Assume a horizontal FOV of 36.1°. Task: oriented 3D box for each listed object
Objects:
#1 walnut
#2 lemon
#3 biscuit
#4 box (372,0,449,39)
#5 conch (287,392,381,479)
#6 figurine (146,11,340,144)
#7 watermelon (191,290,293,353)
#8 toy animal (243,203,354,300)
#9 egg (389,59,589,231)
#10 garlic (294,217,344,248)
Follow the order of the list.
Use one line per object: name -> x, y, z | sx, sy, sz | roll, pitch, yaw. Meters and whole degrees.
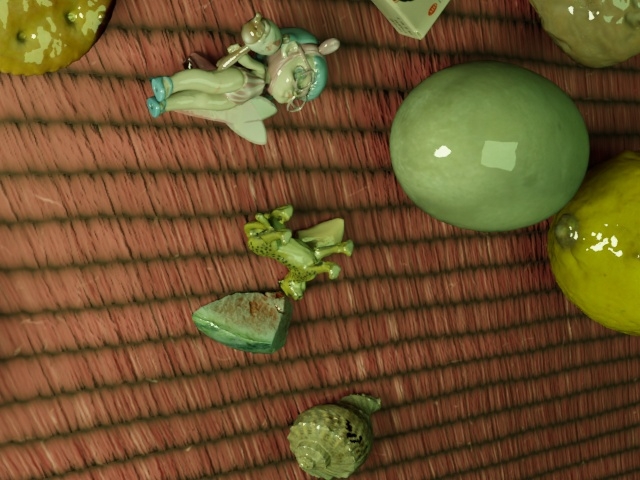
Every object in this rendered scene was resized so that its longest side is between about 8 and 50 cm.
walnut -> 0.437, -0.406, 1.524 | 0.227, 0.273, 0.273 | -30, 133, 17
lemon -> 0.578, 0.003, 1.748 | 0.387, 0.350, 0.350 | 3, 108, -20
biscuit -> -0.323, -0.294, 1.089 | 0.220, 0.066, 0.220 | -16, 119, -32
box -> 0.172, -0.491, 1.392 | 0.353, 0.069, 0.214 | -53, 132, -4
conch -> 0.026, 0.323, 1.631 | 0.207, 0.130, 0.155 | -37, 166, -47
figurine -> -0.099, -0.227, 1.260 | 0.260, 0.103, 0.205 | -16, 144, -28
watermelon -> -0.104, 0.124, 1.459 | 0.180, 0.081, 0.094 | 2, 83, -44
toy animal -> -0.056, 0.013, 1.419 | 0.181, 0.136, 0.073 | 32, 58, -31
egg -> 0.257, -0.140, 1.485 | 0.352, 0.258, 0.258 | 11, 102, -42
garlic -> 0.000, -0.001, 1.489 | 0.083, 0.041, 0.053 | -14, 113, -25
